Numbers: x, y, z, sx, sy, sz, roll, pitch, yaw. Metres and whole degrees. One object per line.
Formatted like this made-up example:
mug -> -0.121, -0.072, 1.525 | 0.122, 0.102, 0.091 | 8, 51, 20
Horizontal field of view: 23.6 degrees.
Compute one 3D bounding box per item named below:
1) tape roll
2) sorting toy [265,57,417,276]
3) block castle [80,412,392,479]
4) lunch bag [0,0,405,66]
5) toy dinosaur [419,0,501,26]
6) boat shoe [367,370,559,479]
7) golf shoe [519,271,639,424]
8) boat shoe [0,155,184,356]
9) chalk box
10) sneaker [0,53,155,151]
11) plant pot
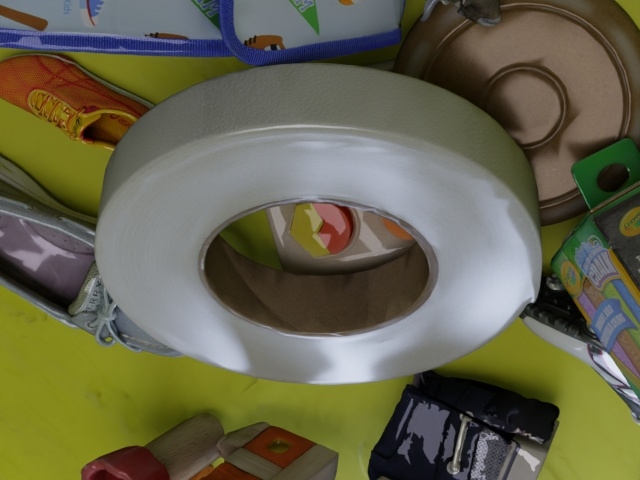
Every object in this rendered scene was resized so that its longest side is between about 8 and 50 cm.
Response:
tape roll -> 0.000, 0.000, 1.339 | 0.392, 0.072, 0.392 | 2, 143, 1
sorting toy -> 0.033, -0.057, 1.422 | 0.193, 0.038, 0.208 | -10, 112, 17
block castle -> -0.032, 0.382, 1.462 | 0.453, 0.213, 0.303 | 22, 122, 29
lunch bag -> -0.104, -0.319, 1.230 | 0.385, 0.239, 0.328 | 3, 116, -6
toy dinosaur -> 0.136, -0.293, 1.180 | 0.160, 0.121, 0.313 | 19, 122, 29
boat shoe -> 0.111, 0.282, 1.528 | 0.158, 0.127, 0.340 | 22, 111, 11
golf shoe -> 0.297, 0.119, 1.412 | 0.273, 0.105, 0.120 | 22, 124, 3
boat shoe -> -0.254, 0.024, 1.487 | 0.320, 0.103, 0.118 | 34, 117, -4
chalk box -> 0.290, 0.017, 1.303 | 0.132, 0.132, 0.213 | -27, 76, -15
sneaker -> -0.231, -0.127, 1.433 | 0.175, 0.067, 0.064 | 20, 119, 5
plant pot -> 0.177, -0.119, 1.345 | 0.236, 0.032, 0.236 | 2, 109, 4
